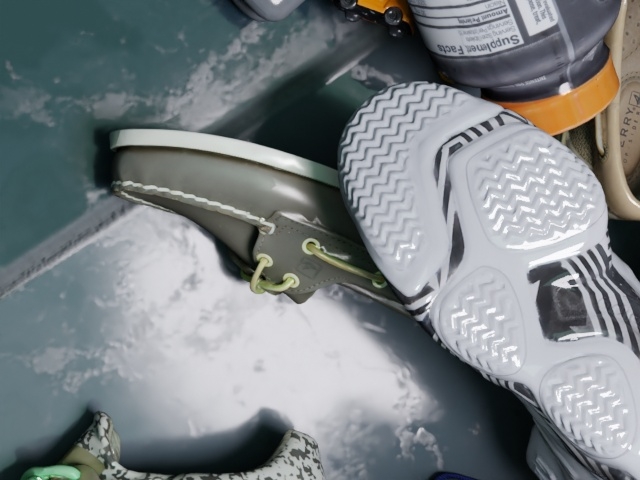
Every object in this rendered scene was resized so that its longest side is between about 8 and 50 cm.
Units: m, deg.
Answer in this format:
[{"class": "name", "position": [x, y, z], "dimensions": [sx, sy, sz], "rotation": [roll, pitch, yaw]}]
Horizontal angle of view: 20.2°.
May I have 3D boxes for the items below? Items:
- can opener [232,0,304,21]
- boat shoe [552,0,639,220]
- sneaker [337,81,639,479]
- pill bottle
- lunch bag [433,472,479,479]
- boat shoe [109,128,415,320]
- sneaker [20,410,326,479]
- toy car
[{"class": "can opener", "position": [0.060, -0.237, 1.189], "dimensions": [0.280, 0.074, 0.093], "rotation": [-39, 102, -7]}, {"class": "boat shoe", "position": [0.248, -0.177, 1.218], "dimensions": [0.121, 0.110, 0.341], "rotation": [11, 92, -13]}, {"class": "sneaker", "position": [0.147, 0.065, 1.124], "dimensions": [0.366, 0.210, 0.137], "rotation": [43, 78, 7]}, {"class": "pill bottle", "position": [0.108, -0.185, 1.116], "dimensions": [0.130, 0.130, 0.245], "rotation": [-30, 116, -9]}, {"class": "lunch bag", "position": [0.159, 0.380, 1.130], "dimensions": [0.239, 0.328, 0.385], "rotation": [18, 88, -12]}, {"class": "boat shoe", "position": [0.001, 0.000, 1.176], "dimensions": [0.305, 0.109, 0.091], "rotation": [16, 86, -17]}, {"class": "sneaker", "position": [-0.167, 0.206, 1.164], "dimensions": [0.410, 0.158, 0.182], "rotation": [-2, 64, -11]}, {"class": "toy car", "position": [0.055, -0.149, 1.202], "dimensions": [0.060, 0.122, 0.040], "rotation": [19, 84, 29]}]
